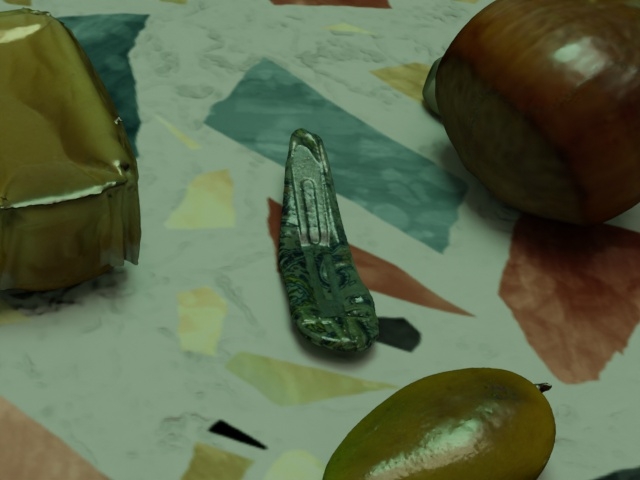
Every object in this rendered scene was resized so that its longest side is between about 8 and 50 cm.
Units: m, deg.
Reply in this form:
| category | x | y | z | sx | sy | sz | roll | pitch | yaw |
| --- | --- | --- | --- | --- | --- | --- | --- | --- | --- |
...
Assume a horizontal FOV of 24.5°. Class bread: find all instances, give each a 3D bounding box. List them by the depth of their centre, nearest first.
| category | x | y | z | sx | sy | sz | roll | pitch | yaw |
| --- | --- | --- | --- | --- | --- | --- | --- | --- | --- |
| bread | -0.222 | -0.067 | 1.076 | 0.136 | 0.107 | 0.241 | -10 | 43 | -23 |

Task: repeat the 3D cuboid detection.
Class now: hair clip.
| category | x | y | z | sx | sy | sz | roll | pitch | yaw |
| --- | --- | --- | --- | --- | --- | --- | --- | --- | --- |
| hair clip | 0.000 | 0.002 | 1.111 | 0.066 | 0.036 | 0.229 | -1 | 46 | -10 |

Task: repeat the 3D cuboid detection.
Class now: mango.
| category | x | y | z | sx | sy | sz | roll | pitch | yaw |
| --- | --- | --- | --- | --- | --- | --- | --- | --- | --- |
| mango | 0.079 | 0.133 | 0.955 | 0.187 | 0.066 | 0.101 | -19 | 47 | -23 |

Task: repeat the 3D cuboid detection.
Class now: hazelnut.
| category | x | y | z | sx | sy | sz | roll | pitch | yaw |
| --- | --- | --- | --- | --- | --- | --- | --- | --- | --- |
| hazelnut | 0.204 | -0.118 | 1.190 | 0.214 | 0.176 | 0.214 | -3 | 76 | 14 |

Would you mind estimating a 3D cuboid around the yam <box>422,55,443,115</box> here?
| category | x | y | z | sx | sy | sz | roll | pitch | yaw |
| --- | --- | --- | --- | --- | --- | --- | --- | --- | --- |
| yam | 0.241 | -0.131 | 1.328 | 0.300 | 0.066 | 0.066 | 3 | 39 | -11 |
